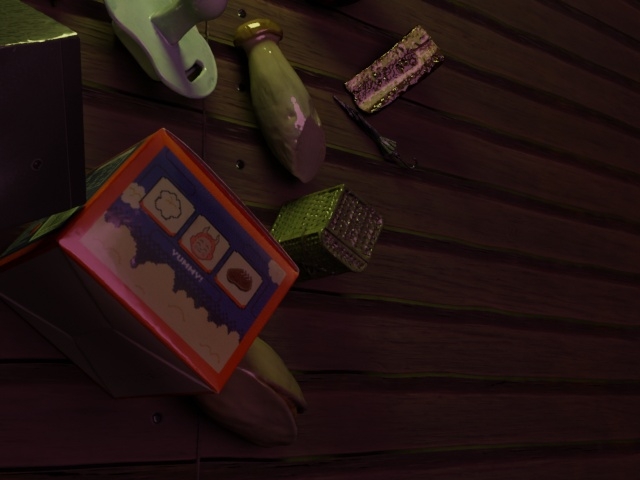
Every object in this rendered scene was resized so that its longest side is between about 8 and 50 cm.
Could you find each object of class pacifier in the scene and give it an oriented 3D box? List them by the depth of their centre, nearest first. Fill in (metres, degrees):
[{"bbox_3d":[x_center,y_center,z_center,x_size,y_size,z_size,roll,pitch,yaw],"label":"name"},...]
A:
[{"bbox_3d":[-0.254,-0.408,1.468,0.287,0.225,0.238,56,34,-16],"label":"pacifier"}]

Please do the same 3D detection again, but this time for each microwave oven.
[{"bbox_3d":[-0.553,-0.187,1.005,0.374,0.432,0.236,-26,135,-40],"label":"microwave oven"}]

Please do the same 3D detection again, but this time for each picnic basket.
[{"bbox_3d":[0.000,0.000,1.595,0.134,0.196,0.154,39,57,-29],"label":"picnic basket"}]

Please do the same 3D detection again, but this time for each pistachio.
[{"bbox_3d":[-0.125,0.260,1.431,0.288,0.197,0.166,42,60,-37],"label":"pistachio"}]

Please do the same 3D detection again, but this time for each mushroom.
[{"bbox_3d":[-0.080,-0.288,1.646,0.128,0.128,0.350,-17,87,-40],"label":"mushroom"}]

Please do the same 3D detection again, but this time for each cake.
[{"bbox_3d":[0.167,-0.390,1.920,0.246,0.135,0.112,-40,94,-8],"label":"cake"}]

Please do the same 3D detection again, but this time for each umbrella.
[{"bbox_3d":[0.123,-0.242,1.858,0.269,0.044,0.044,36,97,-20],"label":"umbrella"}]

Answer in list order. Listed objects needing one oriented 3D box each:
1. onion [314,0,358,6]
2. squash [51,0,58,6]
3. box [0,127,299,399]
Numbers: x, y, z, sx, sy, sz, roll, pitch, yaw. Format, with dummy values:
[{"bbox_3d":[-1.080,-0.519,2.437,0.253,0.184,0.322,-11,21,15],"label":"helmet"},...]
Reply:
[{"bbox_3d":[0.041,-0.665,1.811,0.272,0.195,0.272,-6,111,-16],"label":"onion"},{"bbox_3d":[-0.463,-0.516,1.418,0.075,0.090,0.200,-27,113,-70],"label":"squash"},{"bbox_3d":[-0.283,0.050,1.252,0.318,0.348,0.257,46,55,-20],"label":"box"}]
